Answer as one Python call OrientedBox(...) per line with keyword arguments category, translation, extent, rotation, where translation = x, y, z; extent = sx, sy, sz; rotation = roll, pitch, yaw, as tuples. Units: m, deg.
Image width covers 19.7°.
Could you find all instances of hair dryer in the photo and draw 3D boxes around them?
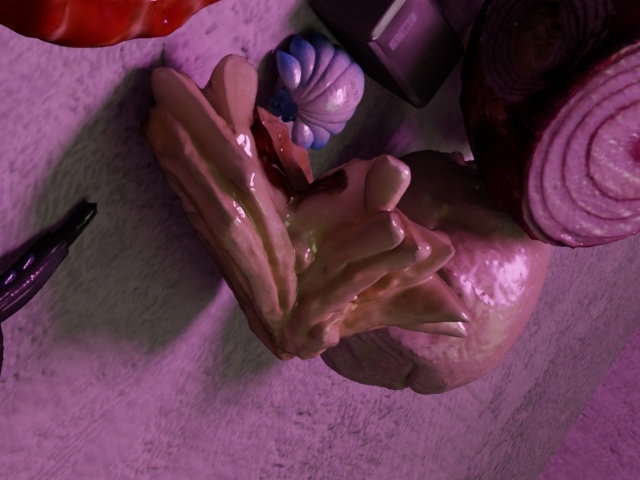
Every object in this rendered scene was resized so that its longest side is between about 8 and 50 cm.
OrientedBox(category="hair dryer", translation=(-0.241, 0.014, 1.440), extent=(0.219, 0.075, 0.195), rotation=(-48, 151, -46))

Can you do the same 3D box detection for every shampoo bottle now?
OrientedBox(category="shampoo bottle", translation=(0.070, -0.196, 1.742), extent=(0.080, 0.079, 0.246), rotation=(-54, 159, -1))

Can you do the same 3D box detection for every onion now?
OrientedBox(category="onion", translation=(0.273, -0.179, 1.816), extent=(0.282, 0.260, 0.337), rotation=(13, 127, -39))

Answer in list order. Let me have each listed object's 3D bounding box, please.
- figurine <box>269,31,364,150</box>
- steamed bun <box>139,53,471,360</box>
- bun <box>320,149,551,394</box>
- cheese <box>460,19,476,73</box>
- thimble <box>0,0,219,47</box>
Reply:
OrientedBox(category="figurine", translation=(0.000, -0.141, 1.688), extent=(0.114, 0.079, 0.114), rotation=(6, 83, -54))
OrientedBox(category="steamed bun", translation=(0.000, 0.000, 1.612), extent=(0.189, 0.247, 0.428), rotation=(-29, 151, -3))
OrientedBox(category="bun", translation=(0.094, 0.030, 1.933), extent=(0.205, 0.281, 0.281), rotation=(28, 99, -27))
OrientedBox(category="cheese", translation=(0.256, -0.182, 2.028), extent=(0.154, 0.198, 0.189), rotation=(-29, -174, 25))
OrientedBox(category="thimble", translation=(-0.120, -0.287, 0.994), extent=(0.350, 0.230, 0.350), rotation=(-46, 157, -26))
